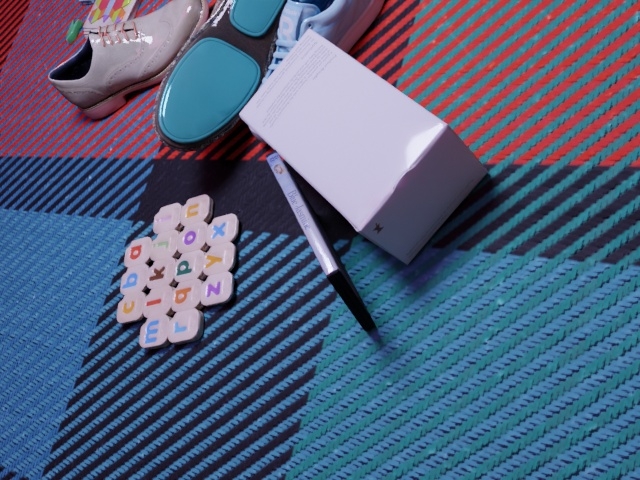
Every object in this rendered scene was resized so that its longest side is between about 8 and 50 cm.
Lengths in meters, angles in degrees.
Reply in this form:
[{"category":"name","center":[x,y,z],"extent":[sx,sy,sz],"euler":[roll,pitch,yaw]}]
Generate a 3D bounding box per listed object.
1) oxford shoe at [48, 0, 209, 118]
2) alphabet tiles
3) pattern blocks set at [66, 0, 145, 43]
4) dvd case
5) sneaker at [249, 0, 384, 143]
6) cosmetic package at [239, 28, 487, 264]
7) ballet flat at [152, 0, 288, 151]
[{"category":"oxford shoe","center":[-0.414,-0.411,1.686],"extent":[0.397,0.146,0.141],"euler":[-34,52,18]},{"category":"alphabet tiles","center":[-0.262,0.056,1.438],"extent":[0.277,0.021,0.284],"euler":[-14,61,30]},{"category":"pattern blocks set","center":[-0.501,-0.563,1.902],"extent":[0.324,0.026,0.286],"euler":[-5,66,35]},{"category":"dvd case","center":[0.000,0.000,1.173],"extent":[0.022,0.180,0.253],"euler":[-30,53,3]},{"category":"sneaker","center":[-0.039,-0.352,1.387],"extent":[0.135,0.150,0.366],"euler":[31,88,42]},{"category":"cosmetic package","center":[0.055,-0.155,1.223],"extent":[0.197,0.155,0.365],"euler":[-48,50,7]},{"category":"ballet flat","center":[-0.165,-0.367,1.488],"extent":[0.483,0.164,0.182],"euler":[-63,12,-9]}]
